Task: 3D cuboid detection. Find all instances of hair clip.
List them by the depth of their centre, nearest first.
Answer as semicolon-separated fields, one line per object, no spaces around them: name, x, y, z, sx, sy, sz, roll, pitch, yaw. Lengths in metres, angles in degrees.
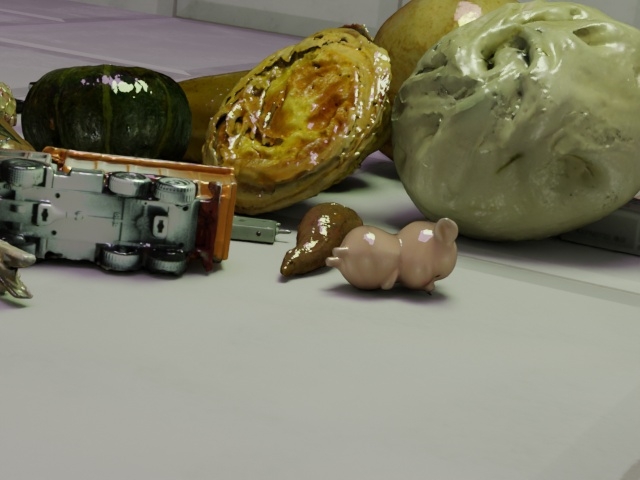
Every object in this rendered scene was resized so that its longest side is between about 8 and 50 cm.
hair clip;-0.331;0.002;1.466;0.062;0.056;0.214;5;19;-45

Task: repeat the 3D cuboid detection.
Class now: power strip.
power strip;-0.101;-0.015;1.765;0.136;0.019;0.051;6;11;-2

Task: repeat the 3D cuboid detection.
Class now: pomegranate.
pomegranate;0.197;-0.224;2.247;0.319;0.319;0.319;6;13;-1

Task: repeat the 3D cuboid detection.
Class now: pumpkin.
pumpkin;-0.271;-0.148;1.961;0.223;0.157;0.224;-2;-3;0

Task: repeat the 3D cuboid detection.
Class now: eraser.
eraser;0.426;-0.012;1.925;0.351;0.061;0.089;12;15;23

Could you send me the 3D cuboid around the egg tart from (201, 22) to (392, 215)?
egg tart;-0.017;-0.141;1.936;0.297;0.297;0.132;22;-19;48

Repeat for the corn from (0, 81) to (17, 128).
corn;-0.537;-0.165;2.038;0.289;0.098;0.098;-11;21;-43

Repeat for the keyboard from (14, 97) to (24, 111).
keyboard;-0.543;-0.204;2.368;0.087;0.017;0.250;14;14;33

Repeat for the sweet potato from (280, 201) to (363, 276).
sweet potato;0.002;-0.007;1.685;0.068;0.068;0.226;11;14;17

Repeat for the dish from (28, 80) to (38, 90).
dish;-0.290;-0.190;2.290;0.182;0.080;0.243;16;18;37

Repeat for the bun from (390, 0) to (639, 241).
bun;0.254;-0.168;1.895;0.362;0.234;0.326;-24;41;0

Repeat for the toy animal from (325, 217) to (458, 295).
toy animal;0.079;0.014;1.594;0.150;0.089;0.083;-8;21;-20

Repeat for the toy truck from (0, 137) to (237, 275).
toy truck;-0.223;-0.036;1.588;0.270;0.114;0.135;6;14;-9

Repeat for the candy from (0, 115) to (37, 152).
candy;-0.378;-0.085;1.748;0.143;0.101;0.271;20;6;-41

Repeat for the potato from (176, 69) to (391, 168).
potato;-0.082;-0.159;2.140;0.369;0.196;0.176;2;-32;13

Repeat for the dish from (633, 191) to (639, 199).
dish;0.337;-0.095;2.124;0.229;0.081;0.229;12;44;-12
